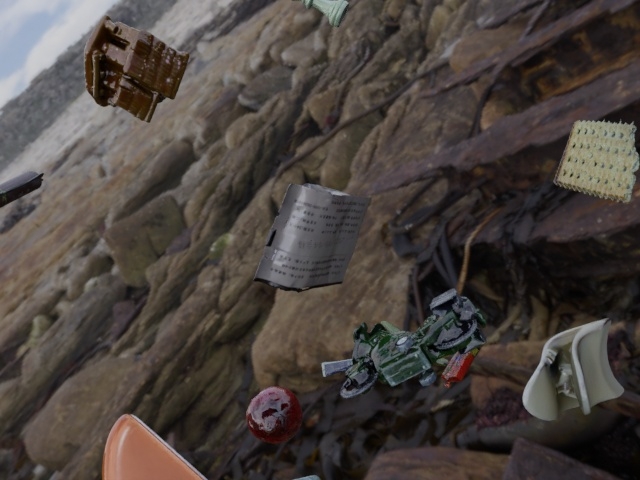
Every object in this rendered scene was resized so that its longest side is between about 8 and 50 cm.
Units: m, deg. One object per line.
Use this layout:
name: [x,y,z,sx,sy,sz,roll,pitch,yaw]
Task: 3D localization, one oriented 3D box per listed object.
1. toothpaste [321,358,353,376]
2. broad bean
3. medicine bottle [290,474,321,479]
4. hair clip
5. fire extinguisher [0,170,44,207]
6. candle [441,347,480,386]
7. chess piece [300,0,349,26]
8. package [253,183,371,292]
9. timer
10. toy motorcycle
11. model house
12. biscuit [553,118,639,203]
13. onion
toothpaste: [0.058,0.313,1.568,0.140,0.021,0.037,-20,69,37]
broad bean: [0.320,0.364,2.134,0.043,0.298,0.060,-27,-39,-51]
medicine bottle: [-0.020,0.519,1.080,0.053,0.090,0.208,120,140,-60]
hair clip: [0.514,0.280,1.273,0.113,0.172,0.282,-9,6,39]
fire extinguisher: [-0.622,-0.109,1.286,0.064,0.043,0.158,-27,15,29]
candle: [0.349,0.311,1.573,0.130,0.052,0.052,-56,23,-9]
chess piece: [-0.015,-0.515,1.340,0.059,0.149,0.059,-61,-2,-4]
package: [0.000,0.000,1.207,0.062,0.251,0.203,34,109,39]
timer: [-0.214,0.373,0.872,0.161,0.250,0.257,-30,-16,-26]
toy motorcycle: [0.158,0.179,1.088,0.275,0.124,0.187,-30,10,17]
model house: [-0.468,-0.422,1.608,0.219,0.230,0.199,39,-106,-77]
biscuit: [0.507,-0.150,1.140,0.203,0.016,0.143,-141,65,-70]
onion: [-0.104,0.397,1.418,0.131,0.131,0.131,-36,22,17]
